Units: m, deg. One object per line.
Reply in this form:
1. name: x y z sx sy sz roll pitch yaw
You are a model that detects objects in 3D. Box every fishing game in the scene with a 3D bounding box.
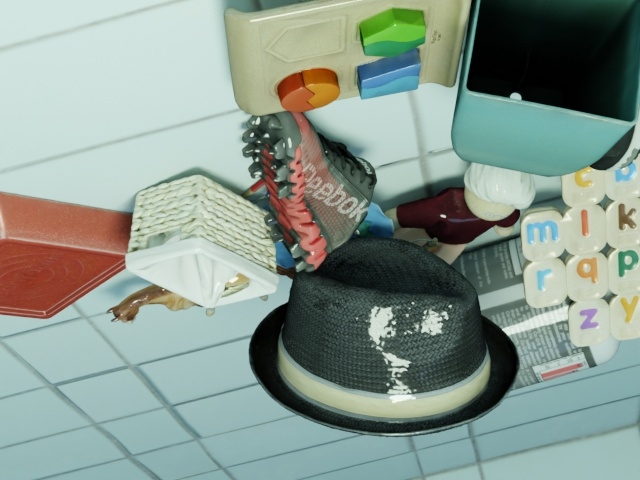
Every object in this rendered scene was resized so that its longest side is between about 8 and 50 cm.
1. fishing game: 0.000 0.000 1.973 0.264 0.041 0.189 24 142 -30

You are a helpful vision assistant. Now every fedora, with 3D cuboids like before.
1. fedora: 0.077 0.096 1.902 0.334 0.334 0.152 -9 122 -12

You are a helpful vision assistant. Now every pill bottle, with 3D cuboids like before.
1. pill bottle: 0.304 0.098 2.245 0.363 0.210 0.210 -17 158 11

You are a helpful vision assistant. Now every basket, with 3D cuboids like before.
1. basket: -0.138 0.002 1.862 0.113 0.103 0.167 -14 154 30

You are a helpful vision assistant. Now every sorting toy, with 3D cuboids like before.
1. sorting toy: 0.026 -0.195 1.481 0.229 0.041 0.307 -7 161 -2

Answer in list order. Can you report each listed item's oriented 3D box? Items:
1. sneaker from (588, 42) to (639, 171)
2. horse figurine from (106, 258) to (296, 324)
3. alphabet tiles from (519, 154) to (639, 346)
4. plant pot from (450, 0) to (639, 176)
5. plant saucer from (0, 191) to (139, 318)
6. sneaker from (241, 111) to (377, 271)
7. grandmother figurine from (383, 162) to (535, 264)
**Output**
1. sneaker: 0.317 -0.176 1.764 0.124 0.107 0.283 5 152 -6
2. horse figurine: -0.137 0.059 2.092 0.263 0.066 0.174 -16 164 12
3. alphabet tiles: 0.408 0.006 2.089 0.284 0.021 0.278 -8 114 -1
4. plant pot: 0.216 -0.159 1.578 0.166 0.165 0.234 11 160 -1
5. plant saucer: -0.361 0.031 1.915 0.259 0.047 0.258 10 148 -44
6. sneaker: -0.006 -0.079 1.789 0.135 0.097 0.276 -32 147 -11
7. grandmother figurine: 0.171 -0.019 2.036 0.208 0.104 0.342 -11 163 -30
